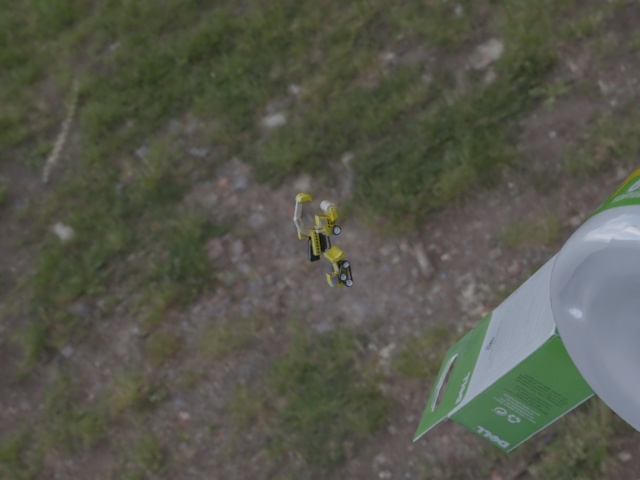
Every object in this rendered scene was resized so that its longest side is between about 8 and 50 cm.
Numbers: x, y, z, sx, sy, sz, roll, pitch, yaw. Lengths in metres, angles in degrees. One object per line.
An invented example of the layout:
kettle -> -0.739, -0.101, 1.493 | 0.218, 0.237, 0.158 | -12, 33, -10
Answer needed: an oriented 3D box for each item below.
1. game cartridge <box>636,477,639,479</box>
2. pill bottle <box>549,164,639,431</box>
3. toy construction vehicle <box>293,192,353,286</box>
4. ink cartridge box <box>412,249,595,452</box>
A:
game cartridge -> 0.286, 0.260, 0.846 | 0.198, 0.062, 0.297 | -33, 32, -2
pill bottle -> 0.227, -0.021, 0.568 | 0.136, 0.136, 0.246 | 16, 48, 45
toy construction vehicle -> 0.000, 0.000, 1.420 | 0.035, 0.098, 0.086 | -16, 21, -16
ink cartridge box -> 0.163, 0.095, 0.997 | 0.209, 0.062, 0.109 | -49, 12, 49
